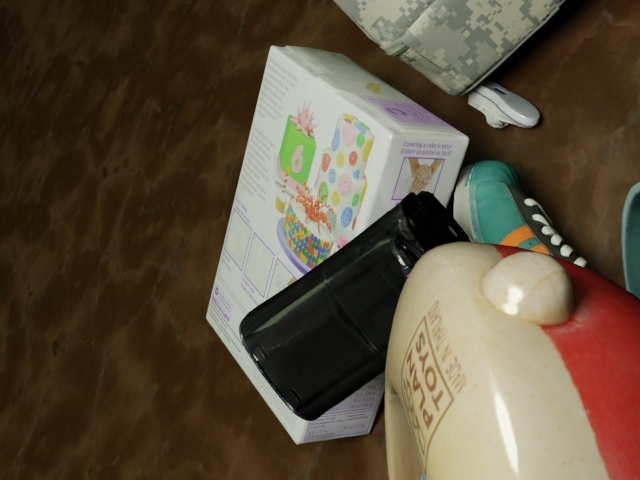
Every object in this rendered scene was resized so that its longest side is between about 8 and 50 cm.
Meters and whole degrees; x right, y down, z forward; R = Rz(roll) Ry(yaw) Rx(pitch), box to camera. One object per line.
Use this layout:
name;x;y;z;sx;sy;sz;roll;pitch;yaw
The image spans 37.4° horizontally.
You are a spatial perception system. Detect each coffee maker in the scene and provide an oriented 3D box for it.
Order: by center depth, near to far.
coffee maker;0.026;0.050;0.746;0.178;0.171;0.120;-38;65;22

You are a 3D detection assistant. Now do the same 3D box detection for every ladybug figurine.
ladybug figurine;0.137;0.184;0.571;0.162;0.449;0.305;-9;42;-3

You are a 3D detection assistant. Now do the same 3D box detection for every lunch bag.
lunch bag;0.125;-0.334;0.893;0.305;0.256;0.212;-42;30;38

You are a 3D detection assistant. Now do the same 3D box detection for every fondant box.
fondant box;0.000;0.000;0.956;0.238;0.096;0.330;45;128;48

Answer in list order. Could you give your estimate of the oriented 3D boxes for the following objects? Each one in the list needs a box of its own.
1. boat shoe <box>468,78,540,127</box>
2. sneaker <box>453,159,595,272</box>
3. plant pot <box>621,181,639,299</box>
boat shoe;0.182;-0.131;0.953;0.100;0.035;0.035;44;133;45
sneaker;0.197;0.047;0.801;0.121;0.108;0.302;-23;54;23
plant pot;0.313;0.084;0.531;0.196;0.293;0.293;-14;55;6
